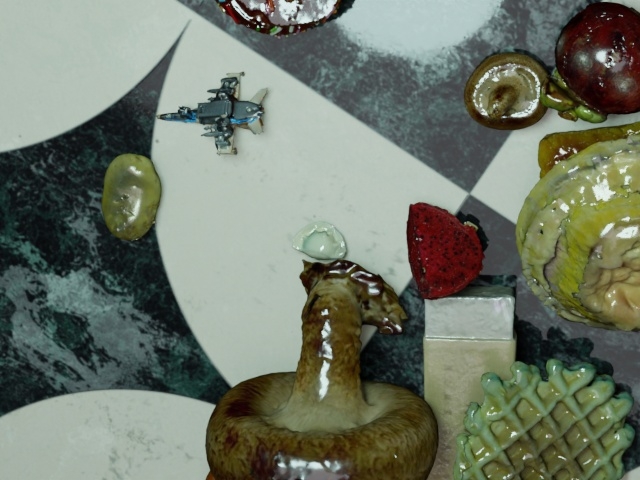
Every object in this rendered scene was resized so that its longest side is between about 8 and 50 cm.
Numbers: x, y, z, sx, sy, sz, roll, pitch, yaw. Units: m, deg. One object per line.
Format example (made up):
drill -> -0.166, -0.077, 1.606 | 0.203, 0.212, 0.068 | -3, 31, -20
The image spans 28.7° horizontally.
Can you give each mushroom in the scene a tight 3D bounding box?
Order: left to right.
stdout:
mushroom -> 0.020, 0.248, 1.825 | 0.331, 0.334, 0.356 | 27, 113, 14
mushroom -> 0.271, -0.212, 1.806 | 0.126, 0.085, 0.109 | 13, 70, 9

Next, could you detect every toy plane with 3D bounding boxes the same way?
toy plane -> -0.169, -0.194, 1.901 | 0.188, 0.062, 0.135 | 3, 75, 13

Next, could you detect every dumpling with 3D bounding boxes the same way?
dumpling -> 0.001, 0.000, 1.926 | 0.077, 0.043, 0.059 | 7, 85, 23

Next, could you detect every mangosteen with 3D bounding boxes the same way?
mangosteen -> 0.395, -0.238, 1.740 | 0.166, 0.166, 0.180 | 42, 117, -1

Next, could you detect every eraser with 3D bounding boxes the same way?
eraser -> 0.229, 0.241, 1.919 | 0.144, 0.078, 0.343 | 0, 103, 9

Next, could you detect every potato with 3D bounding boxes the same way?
potato -> -0.294, -0.069, 1.948 | 0.092, 0.070, 0.138 | 14, 103, 9

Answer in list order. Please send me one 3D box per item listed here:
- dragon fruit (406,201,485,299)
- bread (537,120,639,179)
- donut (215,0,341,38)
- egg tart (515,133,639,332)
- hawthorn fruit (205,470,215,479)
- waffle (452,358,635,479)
dragon fruit -> 0.187, 0.027, 1.872 | 0.106, 0.083, 0.162 | -5, 58, -11
bread -> 0.451, -0.105, 1.800 | 0.271, 0.077, 0.139 | -6, 104, 9
donut -> -0.059, -0.412, 1.817 | 0.235, 0.089, 0.235 | 2, 103, 9
egg tart -> 0.447, 0.015, 1.746 | 0.352, 0.150, 0.352 | 1, 127, 2
hawthorn fruit -> -0.114, 0.384, 1.988 | 0.133, 0.133, 0.138 | 28, 96, 3
waffle -> 0.333, 0.324, 1.875 | 0.292, 0.056, 0.309 | 5, 100, -21
